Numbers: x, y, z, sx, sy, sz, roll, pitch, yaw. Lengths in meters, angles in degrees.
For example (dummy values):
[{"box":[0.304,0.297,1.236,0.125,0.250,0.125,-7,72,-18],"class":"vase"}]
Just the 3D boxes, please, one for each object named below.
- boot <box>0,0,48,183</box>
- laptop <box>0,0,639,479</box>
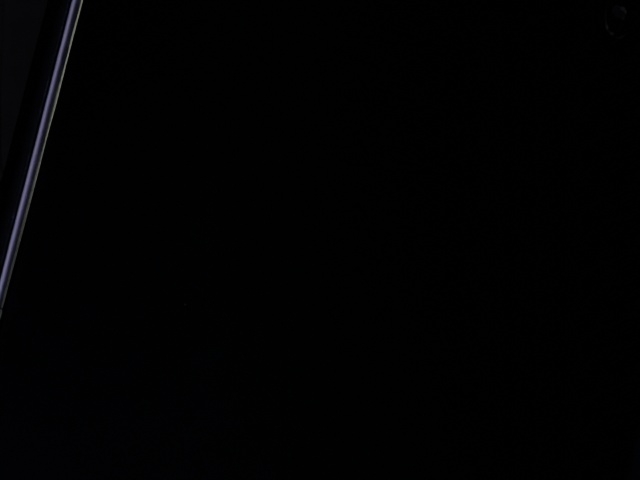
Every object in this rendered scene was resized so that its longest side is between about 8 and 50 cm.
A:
[{"box":[-0.159,-0.200,0.792,0.223,0.118,0.338,78,8,-80],"class":"boot"},{"box":[0.000,0.000,0.691,0.408,0.236,0.382,39,66,-87],"class":"laptop"}]
